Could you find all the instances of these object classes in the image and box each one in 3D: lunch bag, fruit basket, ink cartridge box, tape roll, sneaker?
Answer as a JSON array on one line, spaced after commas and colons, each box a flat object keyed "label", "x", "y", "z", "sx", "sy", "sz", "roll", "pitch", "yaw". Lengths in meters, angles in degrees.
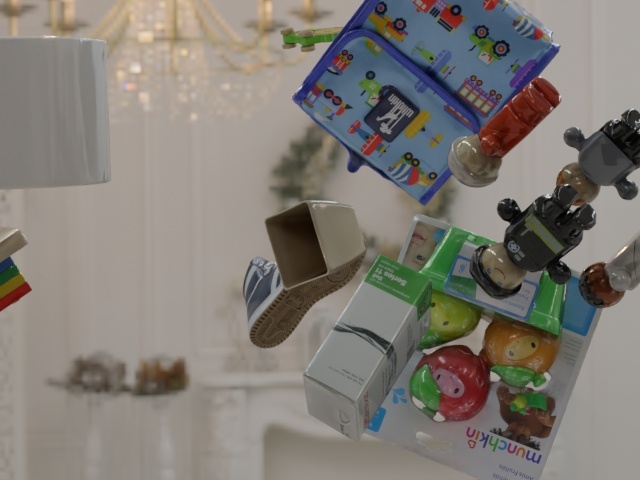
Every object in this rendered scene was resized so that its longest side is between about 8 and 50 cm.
[{"label": "lunch bag", "x": 0.121, "y": -0.207, "z": 1.740, "sx": 0.221, "sy": 0.293, "sz": 0.138, "roll": 37, "pitch": 17, "yaw": -7}, {"label": "fruit basket", "x": 0.232, "y": 0.170, "z": 2.103, "sx": 0.327, "sy": 0.353, "sz": 0.165, "roll": 21, "pitch": -12, "yaw": 12}, {"label": "ink cartridge box", "x": 0.065, "y": 0.148, "z": 1.867, "sx": 0.087, "sy": 0.208, "sz": 0.153, "roll": 27, "pitch": -25, "yaw": 16}, {"label": "tape roll", "x": -0.368, "y": -0.148, "z": 1.596, "sx": 0.246, "sy": 0.169, "sz": 0.246, "roll": -1, "pitch": 5, "yaw": 0}, {"label": "sneaker", "x": -0.039, "y": 0.053, "z": 2.489, "sx": 0.099, "sy": 0.282, "sz": 0.153, "roll": 34, "pitch": 20, "yaw": -30}]

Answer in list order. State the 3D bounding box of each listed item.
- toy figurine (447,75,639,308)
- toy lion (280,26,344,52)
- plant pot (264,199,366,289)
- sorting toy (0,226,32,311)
[{"label": "toy figurine", "x": 0.247, "y": -0.038, "z": 1.394, "sx": 0.209, "sy": 0.213, "sz": 0.148, "roll": 11, "pitch": -38, "yaw": -31}, {"label": "toy lion", "x": -0.002, "y": -0.328, "z": 2.201, "sx": 0.096, "sy": 0.034, "sz": 0.100, "roll": -17, "pitch": 19, "yaw": -27}, {"label": "plant pot", "x": 0.000, "y": 0.000, "z": 1.975, "sx": 0.096, "sy": 0.109, "sz": 0.109, "roll": -13, "pitch": -6, "yaw": -40}, {"label": "sorting toy", "x": -0.536, "y": 0.085, "z": 1.893, "sx": 0.257, "sy": 0.089, "sz": 0.255, "roll": -37, "pitch": 19, "yaw": -25}]
